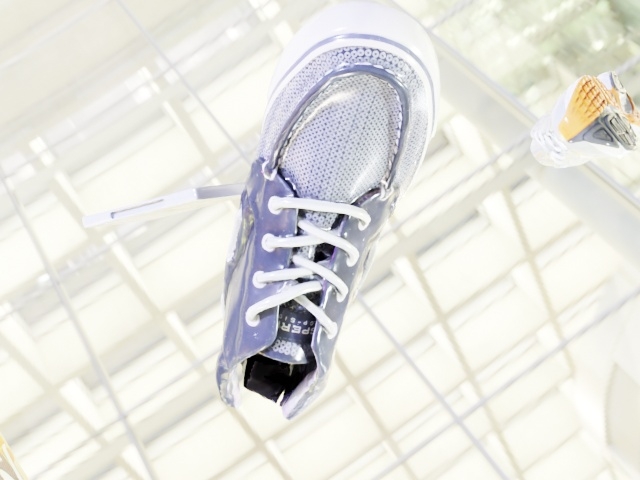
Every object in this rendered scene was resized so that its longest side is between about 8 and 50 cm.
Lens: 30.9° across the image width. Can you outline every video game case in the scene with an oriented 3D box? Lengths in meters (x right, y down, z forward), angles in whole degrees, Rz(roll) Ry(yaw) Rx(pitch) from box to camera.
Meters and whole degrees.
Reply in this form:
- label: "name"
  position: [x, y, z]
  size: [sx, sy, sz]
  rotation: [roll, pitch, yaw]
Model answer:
- label: "video game case"
  position: [-0.118, -0.029, 0.930]
  size: [0.087, 0.122, 0.011]
  rotation: [-10, -91, -56]

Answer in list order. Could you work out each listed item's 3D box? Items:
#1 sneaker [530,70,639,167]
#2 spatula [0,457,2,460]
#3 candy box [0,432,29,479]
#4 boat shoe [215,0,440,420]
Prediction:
- label: "sneaker"
  position: [0.286, -0.118, 1.301]
  size: [0.121, 0.099, 0.262]
  rotation: [-33, -5, 24]
- label: "spatula"
  position: [-0.384, 0.150, 1.058]
  size: [0.242, 0.168, 0.019]
  rotation: [109, -173, -69]
- label: "candy box"
  position: [-0.379, 0.314, 1.216]
  size: [0.087, 0.316, 0.183]
  rotation: [-31, -88, 2]
- label: "boat shoe"
  position: [0.000, 0.000, 0.835]
  size: [0.127, 0.158, 0.340]
  rotation: [11, -37, -6]
